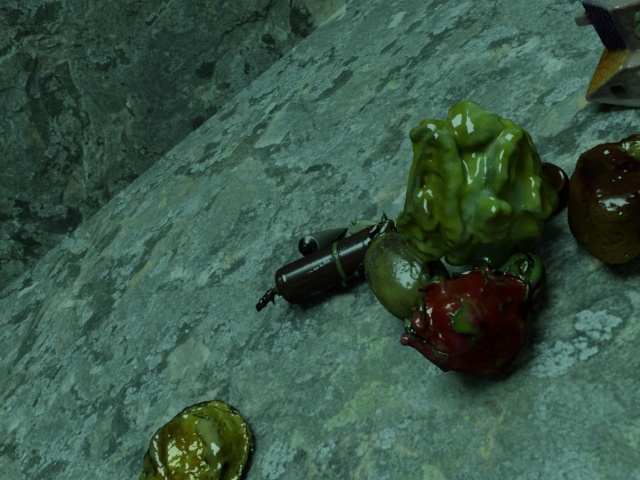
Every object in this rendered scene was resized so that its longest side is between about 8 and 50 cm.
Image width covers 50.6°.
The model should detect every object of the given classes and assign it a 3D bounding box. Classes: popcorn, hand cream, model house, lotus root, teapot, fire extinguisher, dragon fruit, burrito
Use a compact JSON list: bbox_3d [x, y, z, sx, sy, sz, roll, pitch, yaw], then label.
[{"bbox_3d":[0.286,-0.098,1.243,0.312,0.312,0.312,-27,34,20],"label":"popcorn"},{"bbox_3d":[0.000,0.000,1.674,0.087,0.054,0.186,-23,2,26],"label":"hand cream"},{"bbox_3d":[0.649,-0.401,1.383,0.237,0.237,0.202,-3,54,51],"label":"model house"},{"bbox_3d":[0.163,0.056,1.377,0.154,0.154,0.278,-36,46,7],"label":"lotus root"},{"bbox_3d":[0.451,-0.105,1.370,0.098,0.078,0.129,25,61,9],"label":"teapot"},{"bbox_3d":[0.006,0.076,1.560,0.341,0.105,0.141,-26,9,17],"label":"fire extinguisher"},{"bbox_3d":[0.267,0.111,1.171,0.200,0.198,0.269,26,65,9],"label":"dragon fruit"},{"bbox_3d":[0.140,-0.027,1.626,0.045,0.041,0.185,-10,10,-38],"label":"burrito"}]

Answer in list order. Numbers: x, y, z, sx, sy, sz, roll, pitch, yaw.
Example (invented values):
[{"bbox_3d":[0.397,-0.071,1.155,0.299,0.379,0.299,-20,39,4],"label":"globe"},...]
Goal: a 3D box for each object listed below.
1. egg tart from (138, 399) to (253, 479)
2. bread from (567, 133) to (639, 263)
[{"bbox_3d":[-0.277,0.449,1.395,0.297,0.132,0.297,-22,40,20],"label":"egg tart"},{"bbox_3d":[0.547,-0.081,1.175,0.232,0.135,0.246,-17,34,10],"label":"bread"}]
